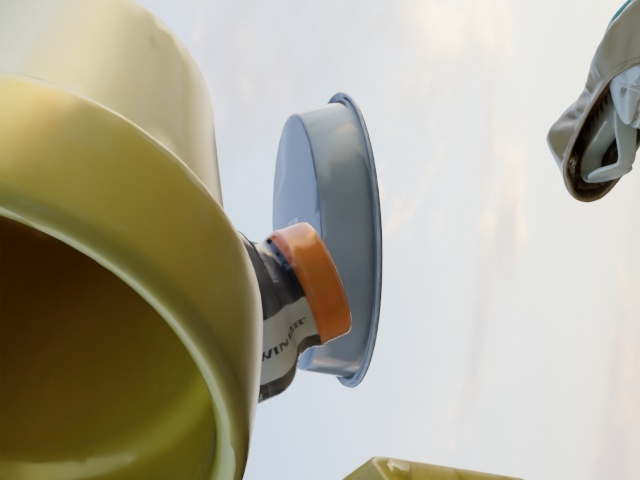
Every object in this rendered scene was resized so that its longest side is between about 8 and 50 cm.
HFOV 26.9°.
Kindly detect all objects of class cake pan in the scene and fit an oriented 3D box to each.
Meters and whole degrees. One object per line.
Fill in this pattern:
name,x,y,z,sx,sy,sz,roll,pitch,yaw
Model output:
cake pan,0.000,0.000,1.321,0.293,0.054,0.293,178,90,-78

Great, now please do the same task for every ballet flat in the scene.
ballet flat,0.225,-0.097,0.953,0.232,0.080,0.073,106,162,-66

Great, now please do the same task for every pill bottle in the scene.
pill bottle,-0.104,0.070,0.930,0.130,0.245,0.130,157,90,-79

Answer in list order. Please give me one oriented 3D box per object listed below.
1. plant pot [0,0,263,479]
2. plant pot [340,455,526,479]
plant pot,-0.147,0.002,0.630,0.239,0.254,0.254,-85,-12,-51
plant pot,0.070,0.250,0.798,0.212,0.212,0.187,15,-69,-36
